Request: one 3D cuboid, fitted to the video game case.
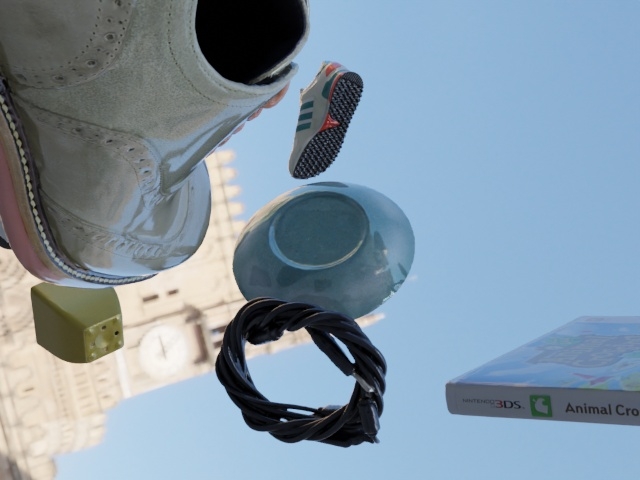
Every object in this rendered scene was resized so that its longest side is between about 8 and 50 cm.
[{"bbox_3d":[0.210,0.073,0.568,0.193,0.212,0.023,-4,-85,37],"label":"video game case"}]

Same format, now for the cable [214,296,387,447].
[{"bbox_3d":[-0.027,0.121,0.869,0.184,0.047,0.150,9,-57,30],"label":"cable"}]

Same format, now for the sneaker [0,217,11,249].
[{"bbox_3d":[-0.138,-0.136,0.799,0.130,0.236,0.323,41,-66,16],"label":"sneaker"}]

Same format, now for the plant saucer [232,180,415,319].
[{"bbox_3d":[0.000,0.000,0.973,0.195,0.195,0.037,48,-18,36],"label":"plant saucer"}]

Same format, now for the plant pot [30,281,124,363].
[{"bbox_3d":[-0.259,0.089,1.035,0.083,0.081,0.081,33,-47,36],"label":"plant pot"}]

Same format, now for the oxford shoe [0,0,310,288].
[{"bbox_3d":[-0.076,-0.064,0.438,0.397,0.146,0.140,85,3,-74],"label":"oxford shoe"}]

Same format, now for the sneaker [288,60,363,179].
[{"bbox_3d":[-0.004,-0.158,1.224,0.075,0.057,0.161,48,-59,44],"label":"sneaker"}]
